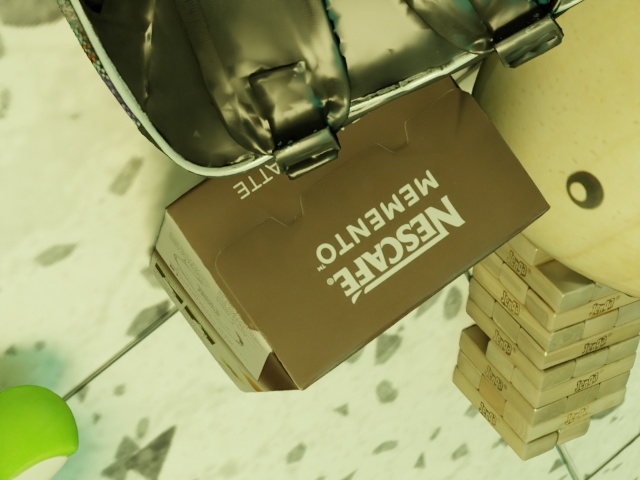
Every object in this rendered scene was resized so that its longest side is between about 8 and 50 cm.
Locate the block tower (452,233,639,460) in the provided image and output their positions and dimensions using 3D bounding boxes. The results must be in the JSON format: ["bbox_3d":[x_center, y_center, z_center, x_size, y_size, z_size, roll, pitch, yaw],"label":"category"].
[{"bbox_3d":[0.165,-0.015,0.982,0.091,0.097,0.335,-18,135,-27],"label":"block tower"}]

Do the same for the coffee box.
[{"bbox_3d":[0.000,0.000,0.752,0.141,0.098,0.246,-36,180,-9],"label":"coffee box"}]

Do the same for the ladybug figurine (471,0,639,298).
[{"bbox_3d":[0.297,-0.101,0.755,0.449,0.162,0.305,-28,140,8],"label":"ladybug figurine"}]

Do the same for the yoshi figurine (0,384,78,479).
[{"bbox_3d":[-0.234,0.224,0.742,0.362,0.203,0.203,-40,132,-34],"label":"yoshi figurine"}]

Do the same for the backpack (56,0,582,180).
[{"bbox_3d":[-0.017,-0.183,0.582,0.225,0.191,0.253,-26,112,13],"label":"backpack"}]
